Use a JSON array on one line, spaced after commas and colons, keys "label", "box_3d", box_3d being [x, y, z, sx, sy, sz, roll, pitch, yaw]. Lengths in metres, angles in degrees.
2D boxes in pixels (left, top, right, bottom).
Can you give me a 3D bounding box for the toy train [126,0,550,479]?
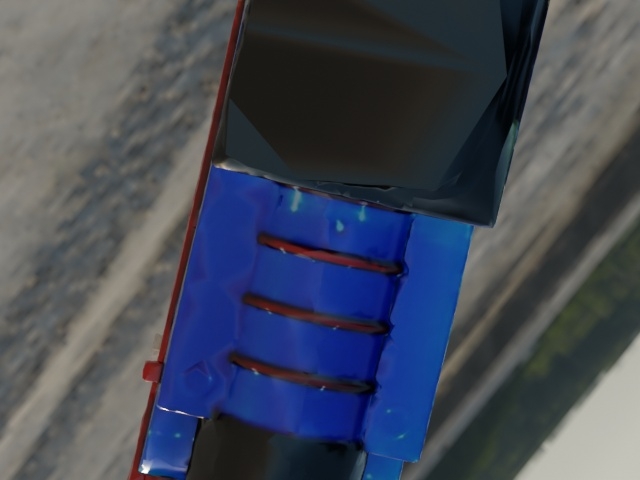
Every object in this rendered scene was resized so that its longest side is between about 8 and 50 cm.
[{"label": "toy train", "box_3d": [0.000, 0.000, 0.553, 0.131, 0.082, 0.204, -125, -133, -82]}]
